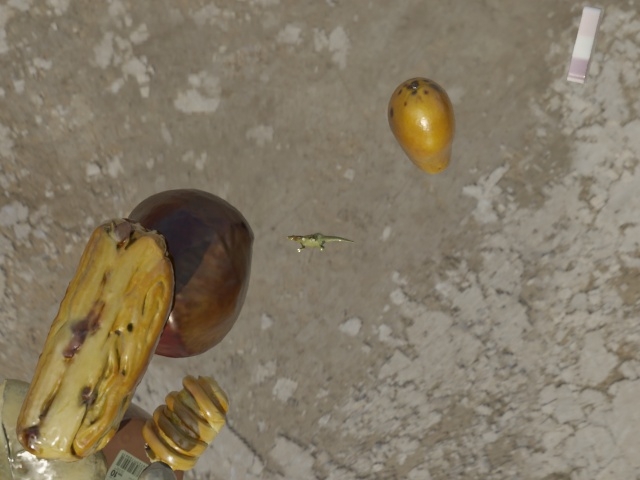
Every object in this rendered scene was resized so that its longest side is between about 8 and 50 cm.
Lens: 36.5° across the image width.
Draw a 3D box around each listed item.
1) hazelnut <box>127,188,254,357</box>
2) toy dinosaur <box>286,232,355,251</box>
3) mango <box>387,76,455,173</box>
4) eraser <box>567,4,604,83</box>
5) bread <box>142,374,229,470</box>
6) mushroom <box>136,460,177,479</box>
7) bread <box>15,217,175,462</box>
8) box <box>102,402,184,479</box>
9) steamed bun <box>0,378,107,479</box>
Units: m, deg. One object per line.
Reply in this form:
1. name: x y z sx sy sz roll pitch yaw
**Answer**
1. hazelnut: -0.164 0.036 1.168 0.170 0.160 0.202 28 68 -19
2. toy dinosaur: -0.002 0.002 1.569 0.113 0.041 0.026 3 109 14
3. mango: 0.145 -0.163 1.369 0.090 0.178 0.115 -23 73 5
4. eraser: 0.371 -0.274 1.358 0.026 0.065 0.105 14 105 15
5. bread: -0.237 0.315 1.691 0.119 0.084 0.177 41 98 35
6. mushroom: -0.270 0.394 1.542 0.079 0.085 0.085 -11 71 19
7. bread: -0.208 0.095 0.948 0.099 0.210 0.235 20 85 -8
8. box: -0.405 0.430 1.815 0.300 0.216 0.301 1 89 -37
9. steamed bun: -0.456 0.354 1.565 0.212 0.110 0.231 12 109 8
